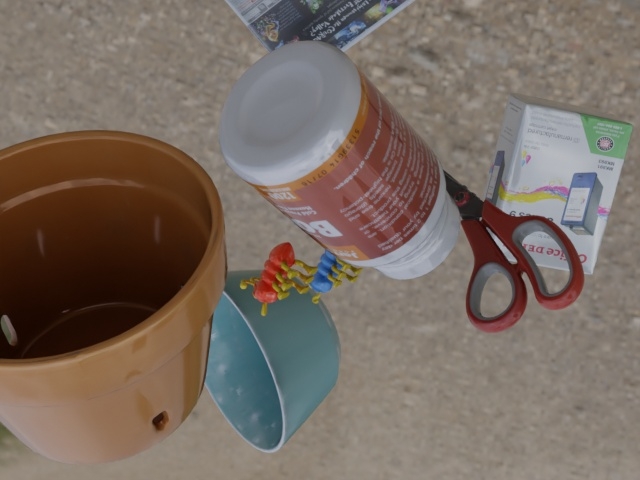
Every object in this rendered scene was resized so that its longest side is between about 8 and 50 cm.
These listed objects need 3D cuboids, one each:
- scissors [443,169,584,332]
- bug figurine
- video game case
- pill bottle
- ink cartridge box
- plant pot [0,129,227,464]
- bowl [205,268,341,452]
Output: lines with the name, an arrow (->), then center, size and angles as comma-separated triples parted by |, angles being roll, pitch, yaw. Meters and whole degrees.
scissors -> 0.149, -0.032, 1.086 | 0.109, 0.297, 0.021 | -35, 131, 15
bug figurine -> 0.000, 0.000, 1.640 | 0.072, 0.216, 0.279 | 32, -167, 18
video game case -> -0.005, -0.295, 1.348 | 0.190, 0.022, 0.173 | -34, 116, 17
pill bottle -> 0.025, -0.053, 0.939 | 0.121, 0.121, 0.216 | 2, 155, 35
ink cartridge box -> 0.307, -0.074, 1.579 | 0.154, 0.212, 0.093 | 11, -165, -10
plant pot -> -0.219, 0.068, 1.081 | 0.291, 0.291, 0.203 | 10, 136, 17
bowl -> -0.080, 0.171, 1.924 | 0.163, 0.311, 0.311 | -23, 179, -27
